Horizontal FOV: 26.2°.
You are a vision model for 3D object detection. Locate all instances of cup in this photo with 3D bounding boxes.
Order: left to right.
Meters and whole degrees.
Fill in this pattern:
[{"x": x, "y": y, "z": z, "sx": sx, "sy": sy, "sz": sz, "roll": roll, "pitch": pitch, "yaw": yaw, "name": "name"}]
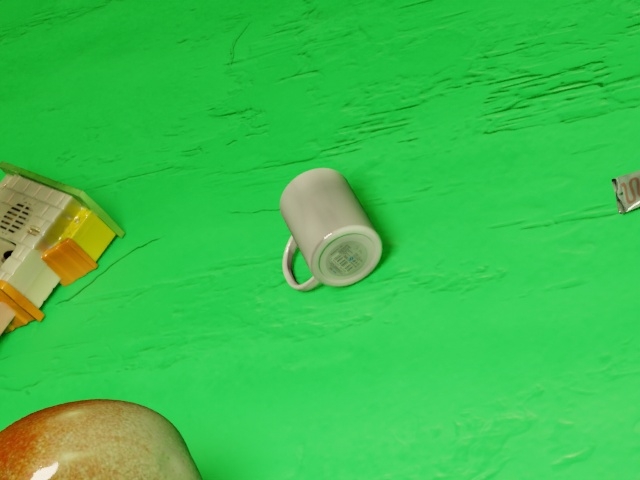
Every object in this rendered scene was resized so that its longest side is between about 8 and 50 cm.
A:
[{"x": 0.010, "y": -0.003, "z": 1.758, "sx": 0.099, "sy": 0.136, "sz": 0.133, "roll": -6, "pitch": 39, "yaw": -20, "name": "cup"}]

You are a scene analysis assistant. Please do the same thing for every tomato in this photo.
[{"x": -0.230, "y": 0.315, "z": 1.461, "sx": 0.239, "sy": 0.303, "sz": 0.303, "roll": -20, "pitch": 42, "yaw": -8, "name": "tomato"}]

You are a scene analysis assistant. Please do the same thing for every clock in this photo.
[{"x": -0.451, "y": 0.032, "z": 1.999, "sx": 0.220, "sy": 0.106, "sz": 0.255, "roll": 20, "pitch": 69, "yaw": 43, "name": "clock"}]

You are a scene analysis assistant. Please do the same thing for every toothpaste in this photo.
[{"x": 0.440, "y": -0.085, "z": 1.596, "sx": 0.205, "sy": 0.036, "sz": 0.056, "roll": -20, "pitch": 46, "yaw": 21, "name": "toothpaste"}]
